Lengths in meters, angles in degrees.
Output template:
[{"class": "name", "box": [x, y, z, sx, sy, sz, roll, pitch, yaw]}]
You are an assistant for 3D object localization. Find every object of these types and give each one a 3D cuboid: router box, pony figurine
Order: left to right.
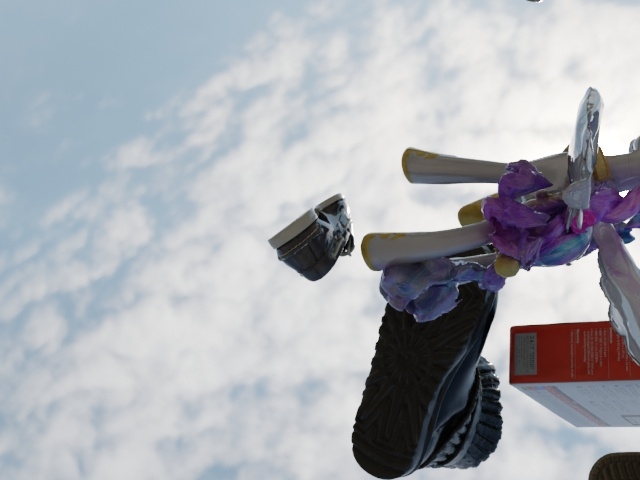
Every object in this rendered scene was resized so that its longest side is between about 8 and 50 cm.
[{"class": "pony figurine", "box": [0.233, -0.023, 1.003, 0.363, 0.303, 0.351, -12, -152, 27]}, {"class": "router box", "box": [0.458, 0.192, 1.430, 0.301, 0.335, 0.082, -6, -112, 28]}]

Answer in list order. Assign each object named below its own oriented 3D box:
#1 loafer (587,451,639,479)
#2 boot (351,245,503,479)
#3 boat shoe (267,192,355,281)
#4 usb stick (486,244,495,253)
[{"class": "loafer", "box": [0.454, 0.299, 1.212, 0.268, 0.092, 0.102, 4, -117, 17]}, {"class": "boot", "box": [0.185, 0.162, 1.408, 0.131, 0.260, 0.348, 31, -76, 35]}, {"class": "boat shoe", "box": [0.000, 0.000, 1.059, 0.075, 0.065, 0.206, -36, 180, 14]}, {"class": "usb stick", "box": [0.272, -0.006, 1.476, 0.278, 0.077, 0.045, -40, -111, -8]}]
